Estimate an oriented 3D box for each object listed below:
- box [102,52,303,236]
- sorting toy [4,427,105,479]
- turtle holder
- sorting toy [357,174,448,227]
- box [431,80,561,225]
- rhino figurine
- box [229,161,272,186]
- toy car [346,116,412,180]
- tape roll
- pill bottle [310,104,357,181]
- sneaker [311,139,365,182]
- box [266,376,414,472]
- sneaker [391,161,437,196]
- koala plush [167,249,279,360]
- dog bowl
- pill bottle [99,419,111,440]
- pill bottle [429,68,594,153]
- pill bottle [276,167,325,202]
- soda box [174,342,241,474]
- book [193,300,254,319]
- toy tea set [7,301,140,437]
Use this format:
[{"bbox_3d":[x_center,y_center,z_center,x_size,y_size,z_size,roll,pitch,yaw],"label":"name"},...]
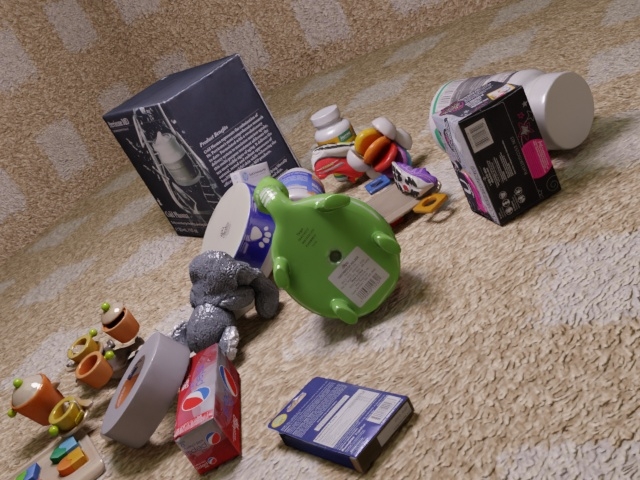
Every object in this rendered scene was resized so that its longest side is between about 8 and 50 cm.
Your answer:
[{"bbox_3d":[-0.354,-0.273,2.303,0.297,0.472,0.480,-40,24,-28],"label":"box"},{"bbox_3d":[-0.535,0.462,1.473,0.193,0.038,0.208,-36,24,-21],"label":"sorting toy"},{"bbox_3d":[0.002,0.020,1.497,0.320,0.243,0.227,12,4,2],"label":"turtle holder"},{"bbox_3d":[0.188,-0.085,1.830,0.196,0.047,0.348,-37,23,-12],"label":"sorting toy"},{"bbox_3d":[0.366,-0.185,1.566,0.163,0.247,0.142,-30,20,-5],"label":"box"},{"bbox_3d":[-0.527,0.293,1.791,0.243,0.073,0.106,-13,23,36],"label":"rhino figurine"},{"bbox_3d":[-0.173,-0.116,2.082,0.038,0.186,0.145,-13,8,32],"label":"box"},{"bbox_3d":[0.177,-0.229,2.009,0.159,0.182,0.136,-52,46,15],"label":"toy car"},{"bbox_3d":[-0.340,0.290,1.450,0.219,0.072,0.219,-51,18,23],"label":"tape roll"},{"bbox_3d":[0.054,-0.291,2.214,0.117,0.208,0.117,-24,22,10],"label":"pill bottle"},{"bbox_3d":[0.109,-0.226,2.140,0.279,0.118,0.107,-6,19,-12],"label":"sneaker"},{"bbox_3d":[0.027,0.288,1.199,0.225,0.036,0.136,2,36,49],"label":"box"},{"bbox_3d":[0.226,-0.151,1.795,0.071,0.068,0.170,-22,29,-15],"label":"sneaker"},{"bbox_3d":[-0.227,0.156,1.616,0.196,0.203,0.221,6,61,25],"label":"koala plush"},{"bbox_3d":[-0.193,-0.007,1.836,0.265,0.104,0.265,-40,38,42],"label":"dog bowl"},{"bbox_3d":[-0.423,0.372,1.532,0.043,0.043,0.083,-20,23,19],"label":"pill bottle"},{"bbox_3d":[0.450,-0.300,1.782,0.204,0.204,0.361,-38,24,-24],"label":"pill bottle"},{"bbox_3d":[-0.059,-0.103,2.009,0.152,0.152,0.272,-24,23,10],"label":"pill bottle"},{"bbox_3d":[-0.203,0.301,1.365,0.083,0.092,0.263,-29,21,5],"label":"soda box"},{"bbox_3d":[-0.231,0.161,1.791,0.096,0.035,0.144,-39,26,-28],"label":"book"},{"bbox_3d":[-0.551,0.268,1.651,0.200,0.124,0.336,-9,41,38],"label":"toy tea set"}]
